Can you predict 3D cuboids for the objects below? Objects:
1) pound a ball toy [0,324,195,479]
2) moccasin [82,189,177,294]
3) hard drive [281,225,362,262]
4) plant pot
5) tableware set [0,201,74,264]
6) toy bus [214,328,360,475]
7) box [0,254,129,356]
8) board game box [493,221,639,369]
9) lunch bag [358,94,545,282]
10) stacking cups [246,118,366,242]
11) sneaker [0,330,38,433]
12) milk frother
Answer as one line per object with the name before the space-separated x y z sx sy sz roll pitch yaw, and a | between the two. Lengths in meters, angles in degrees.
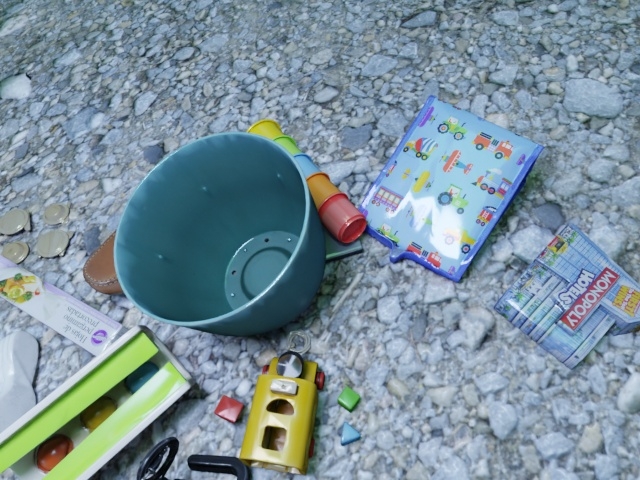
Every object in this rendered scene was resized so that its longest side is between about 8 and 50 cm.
pound a ball toy | -0.327 0.308 0.666 0.319 0.136 0.208 -42 89 -17
moccasin | -0.276 -0.054 0.844 0.380 0.147 0.139 -40 63 -16
hard drive | 0.000 0.000 0.852 0.135 0.022 0.094 -17 59 -3
plant pot | -0.121 0.018 0.717 0.293 0.235 0.292 -7 65 15
tableware set | -0.590 -0.015 0.935 0.169 0.020 0.141 -12 61 -1
toy bus | -0.050 0.234 0.663 0.191 0.104 0.202 -33 61 -18
box | -0.478 0.121 0.813 0.324 0.067 0.063 23 66 18
board game box | 0.421 0.097 0.721 0.194 0.060 0.194 -41 62 -17
lunch bag | 0.216 -0.079 0.824 0.221 0.138 0.293 33 77 20
stacking cups | -0.038 -0.111 0.871 0.096 0.096 0.316 -32 58 -12
sneaker | -0.529 0.259 0.742 0.094 0.080 0.212 -21 52 8
milk frother | -0.164 0.340 0.601 0.135 0.143 0.129 3 56 8
